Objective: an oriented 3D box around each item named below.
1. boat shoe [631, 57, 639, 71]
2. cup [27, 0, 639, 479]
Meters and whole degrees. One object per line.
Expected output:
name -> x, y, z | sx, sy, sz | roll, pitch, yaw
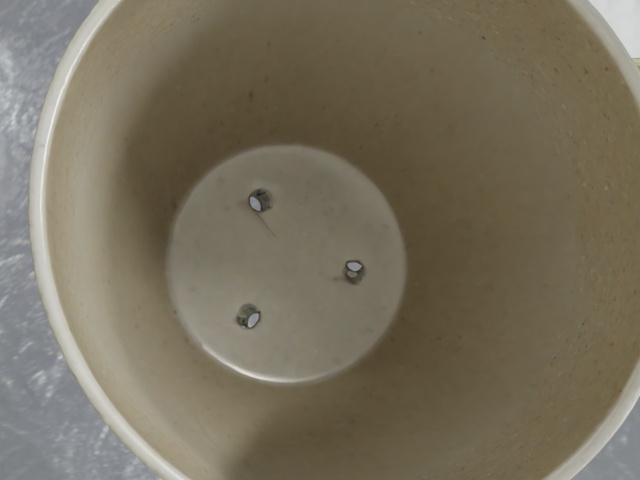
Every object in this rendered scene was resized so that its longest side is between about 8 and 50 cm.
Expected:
boat shoe -> 0.373, -0.156, 1.214 | 0.056, 0.153, 0.048 | 18, 91, -61
cup -> 0.000, 0.000, 0.675 | 0.331, 0.237, 0.330 | 2, 81, -13
